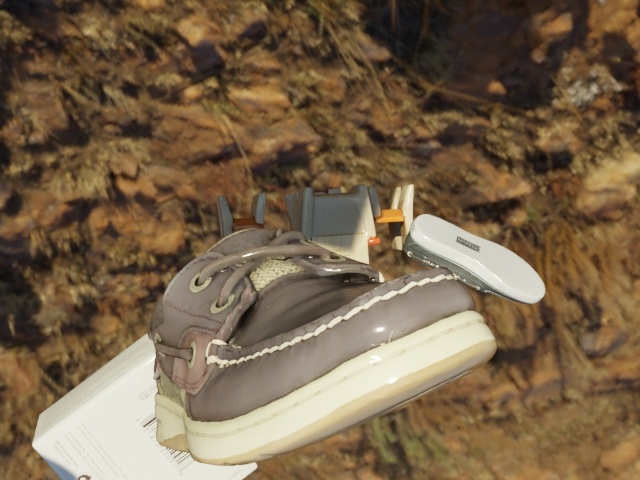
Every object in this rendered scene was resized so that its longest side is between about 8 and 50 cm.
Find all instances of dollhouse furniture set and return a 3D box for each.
[{"bbox_3d":[0.000,0.000,1.346,0.262,0.135,0.259,-4,-179,-9],"label":"dollhouse furniture set"}]

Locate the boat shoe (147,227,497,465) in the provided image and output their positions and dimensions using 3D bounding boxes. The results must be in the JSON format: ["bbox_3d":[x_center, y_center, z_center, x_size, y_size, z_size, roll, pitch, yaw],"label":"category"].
[{"bbox_3d":[-0.026,0.041,0.450,0.102,0.092,0.285,-17,176,-21],"label":"boat shoe"}]

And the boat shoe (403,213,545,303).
[{"bbox_3d":[0.145,0.023,0.969,0.049,0.142,0.040,-58,176,-47],"label":"boat shoe"}]

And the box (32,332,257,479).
[{"bbox_3d":[-0.200,0.229,1.163,0.182,0.119,0.181,-37,103,-5],"label":"box"}]
